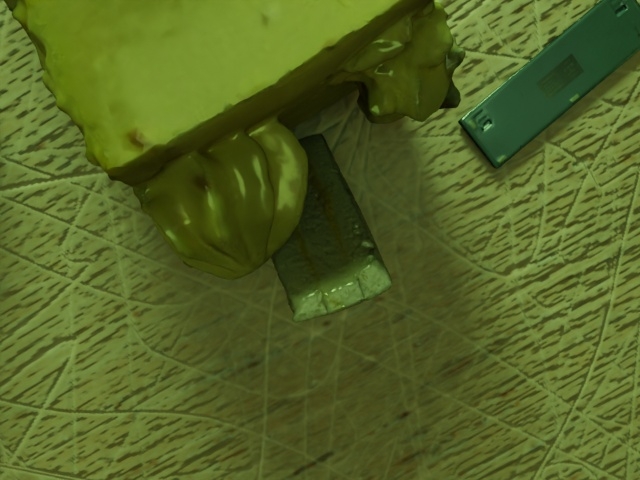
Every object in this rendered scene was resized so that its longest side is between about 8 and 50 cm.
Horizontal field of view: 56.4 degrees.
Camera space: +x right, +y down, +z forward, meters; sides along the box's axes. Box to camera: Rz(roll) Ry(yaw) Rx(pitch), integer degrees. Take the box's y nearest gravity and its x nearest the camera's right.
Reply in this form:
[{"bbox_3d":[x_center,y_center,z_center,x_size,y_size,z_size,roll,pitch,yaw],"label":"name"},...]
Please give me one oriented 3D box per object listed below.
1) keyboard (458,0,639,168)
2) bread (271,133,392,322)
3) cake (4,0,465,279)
[{"bbox_3d":[0.201,-0.138,0.507,0.176,0.014,0.055,-41,99,3],"label":"keyboard"},{"bbox_3d":[-0.007,-0.016,0.448,0.077,0.152,0.105,-24,103,0],"label":"bread"},{"bbox_3d":[-0.058,-0.143,0.391,0.228,0.222,0.286,-32,98,4],"label":"cake"}]
